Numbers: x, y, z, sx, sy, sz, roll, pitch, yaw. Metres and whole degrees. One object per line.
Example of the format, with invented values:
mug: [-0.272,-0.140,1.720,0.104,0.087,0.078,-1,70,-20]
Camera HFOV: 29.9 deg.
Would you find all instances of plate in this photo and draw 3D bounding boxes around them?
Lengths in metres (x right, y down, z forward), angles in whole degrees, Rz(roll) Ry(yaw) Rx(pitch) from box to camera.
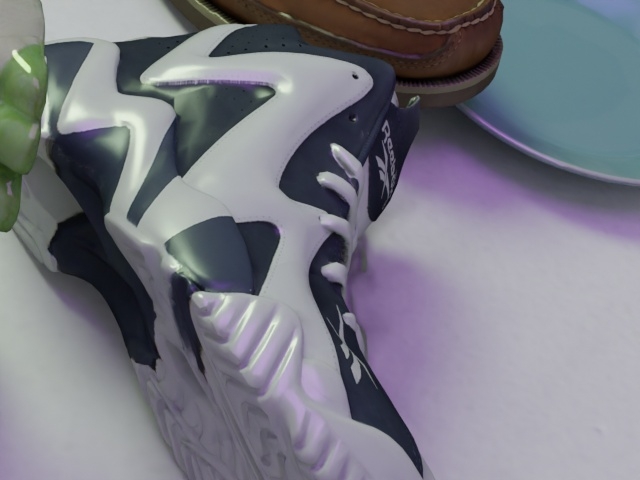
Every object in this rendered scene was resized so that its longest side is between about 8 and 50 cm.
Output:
plate: [0.123,-0.088,0.599,0.188,0.024,0.188,12,46,-13]

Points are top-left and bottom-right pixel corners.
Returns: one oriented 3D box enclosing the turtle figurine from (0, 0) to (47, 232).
turtle figurine: [-0.207,-0.009,0.265,0.266,0.198,0.274,12,4,-24]

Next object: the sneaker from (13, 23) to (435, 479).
sneaker: [0.000,0.000,0.413,0.153,0.094,0.235,-26,52,-29]

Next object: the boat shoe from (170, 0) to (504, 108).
boat shoe: [-0.039,-0.177,0.544,0.307,0.104,0.110,38,51,20]
